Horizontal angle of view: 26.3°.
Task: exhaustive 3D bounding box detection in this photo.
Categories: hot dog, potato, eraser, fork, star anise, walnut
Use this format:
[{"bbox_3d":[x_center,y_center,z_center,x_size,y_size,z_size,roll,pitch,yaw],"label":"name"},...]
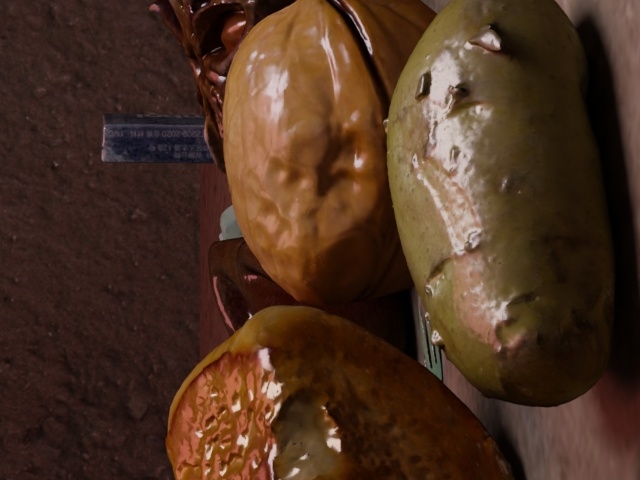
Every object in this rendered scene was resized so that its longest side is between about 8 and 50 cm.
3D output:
[{"bbox_3d":[0.025,0.163,0.706,0.150,0.153,0.257,-46,49,36],"label":"hot dog"},{"bbox_3d":[0.079,-0.018,0.583,0.105,0.085,0.188,-41,52,50],"label":"potato"},{"bbox_3d":[-0.148,-0.119,1.592,0.092,0.212,0.046,-125,36,-73],"label":"eraser"},{"bbox_3d":[0.053,0.150,0.857,0.039,0.021,0.235,101,-179,-68],"label":"fork"},{"bbox_3d":[-0.035,-0.123,0.887,0.214,0.099,0.220,53,160,12],"label":"star anise"},{"bbox_3d":[0.019,-0.056,0.754,0.144,0.144,0.180,-119,20,-72],"label":"walnut"}]

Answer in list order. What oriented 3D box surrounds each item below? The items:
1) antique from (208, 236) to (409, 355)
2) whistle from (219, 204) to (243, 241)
[{"bbox_3d":[-0.004,0.057,1.032,0.257,0.121,0.143,-173,72,-74],"label":"antique"},{"bbox_3d":[-0.056,0.015,1.391,0.102,0.106,0.253,45,154,31],"label":"whistle"}]
